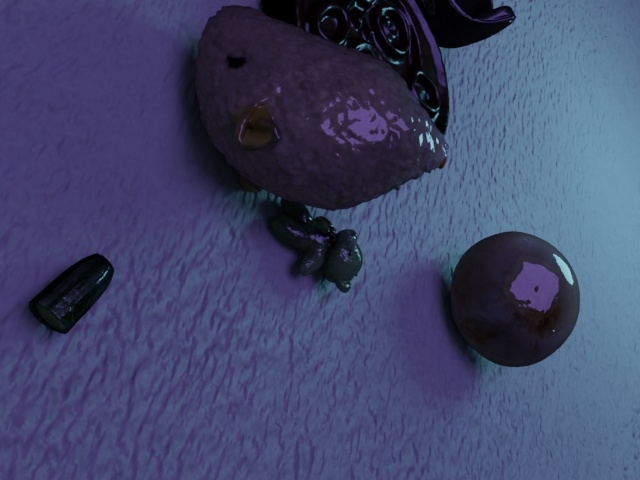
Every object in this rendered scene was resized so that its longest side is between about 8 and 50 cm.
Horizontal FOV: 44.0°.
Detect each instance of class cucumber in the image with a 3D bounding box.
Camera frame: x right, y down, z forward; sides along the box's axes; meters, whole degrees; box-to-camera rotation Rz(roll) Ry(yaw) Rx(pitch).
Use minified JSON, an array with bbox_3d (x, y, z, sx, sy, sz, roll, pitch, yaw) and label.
[{"bbox_3d":[-0.247,0.050,0.810,0.048,0.048,0.105,55,43,-16],"label":"cucumber"}]

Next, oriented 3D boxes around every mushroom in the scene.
[{"bbox_3d":[0.324,0.100,1.335,0.226,0.178,0.227,3,75,-13],"label":"mushroom"}]

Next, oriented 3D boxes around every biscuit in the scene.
[{"bbox_3d":[0.075,-0.293,1.278,0.407,0.091,0.408,22,59,-42],"label":"biscuit"}]

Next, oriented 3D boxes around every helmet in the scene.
[{"bbox_3d":[0.250,-0.450,1.451,0.216,0.193,0.189,-25,96,-59],"label":"helmet"}]

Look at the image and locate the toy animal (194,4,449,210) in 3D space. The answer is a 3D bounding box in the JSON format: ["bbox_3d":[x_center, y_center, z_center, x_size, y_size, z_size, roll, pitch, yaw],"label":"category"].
[{"bbox_3d":[-0.005,-0.149,1.028,0.358,0.188,0.227,20,65,-2],"label":"toy animal"}]

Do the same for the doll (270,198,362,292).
[{"bbox_3d":[0.000,0.000,1.091,0.150,0.077,0.115,36,39,-18],"label":"doll"}]
